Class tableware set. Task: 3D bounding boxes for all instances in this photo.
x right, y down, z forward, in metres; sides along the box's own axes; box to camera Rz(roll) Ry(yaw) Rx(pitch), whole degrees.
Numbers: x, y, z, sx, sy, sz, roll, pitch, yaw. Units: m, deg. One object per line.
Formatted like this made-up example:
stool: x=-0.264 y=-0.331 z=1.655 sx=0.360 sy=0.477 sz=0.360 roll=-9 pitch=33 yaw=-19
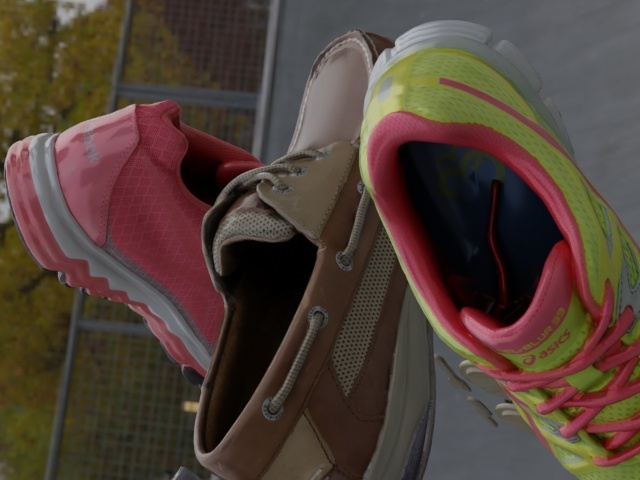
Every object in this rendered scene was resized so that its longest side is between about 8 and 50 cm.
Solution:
tableware set: x=0.202 y=0.150 z=1.229 sx=0.194 sy=0.128 sz=0.039 roll=49 pitch=-121 yaw=-51

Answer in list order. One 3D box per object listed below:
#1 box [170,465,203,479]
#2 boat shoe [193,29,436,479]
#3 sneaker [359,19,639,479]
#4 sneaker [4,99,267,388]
box: x=-0.177 y=0.316 z=1.009 sx=0.231 sy=0.056 sz=0.183 roll=-54 pitch=0 yaw=17
boat shoe: x=0.000 y=0.000 z=0.683 sx=0.123 sy=0.116 sz=0.324 roll=-36 pitch=38 yaw=42
sneaker: x=0.077 y=0.028 z=0.395 sx=0.081 sy=0.208 sz=0.094 roll=-39 pitch=5 yaw=22
sneaker: x=-0.067 y=0.010 z=0.840 sx=0.314 sy=0.136 sz=0.116 roll=40 pitch=-149 yaw=-50
